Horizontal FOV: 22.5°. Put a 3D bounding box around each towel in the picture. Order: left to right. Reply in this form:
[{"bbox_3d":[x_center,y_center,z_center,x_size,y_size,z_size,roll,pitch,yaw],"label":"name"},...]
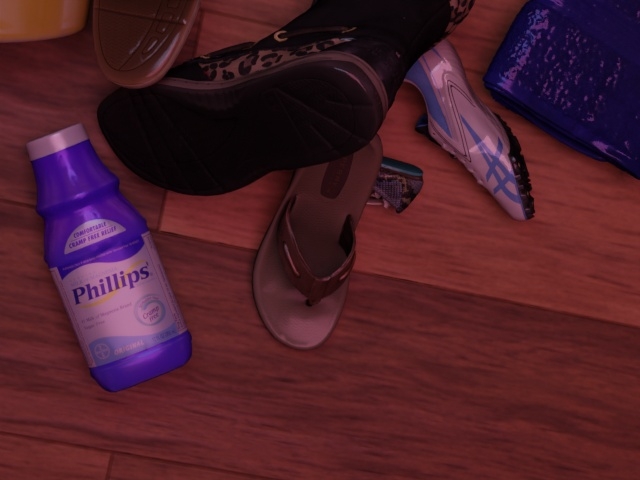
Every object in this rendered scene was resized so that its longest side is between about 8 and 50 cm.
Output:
[{"bbox_3d":[0.339,-0.251,1.831,0.227,0.076,0.308,30,87,-18],"label":"towel"}]

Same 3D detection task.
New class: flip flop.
[{"bbox_3d":[0.000,0.000,1.746,0.112,0.080,0.277,14,115,-12],"label":"flip flop"}]

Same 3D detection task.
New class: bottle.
[{"bbox_3d":[-0.234,0.016,1.725,0.118,0.092,0.283,-21,97,-8],"label":"bottle"}]

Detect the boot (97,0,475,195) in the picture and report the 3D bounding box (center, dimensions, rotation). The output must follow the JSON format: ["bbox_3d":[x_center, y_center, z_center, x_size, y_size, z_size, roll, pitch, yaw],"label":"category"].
[{"bbox_3d":[-0.031,-0.186,1.698,0.284,0.377,0.138,-49,118,-40],"label":"boot"}]

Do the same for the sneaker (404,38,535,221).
[{"bbox_3d":[0.164,-0.117,1.805,0.086,0.085,0.237,-30,103,19],"label":"sneaker"}]

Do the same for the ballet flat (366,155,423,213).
[{"bbox_3d":[0.022,-0.080,1.785,0.188,0.070,0.070,22,89,-8],"label":"ballet flat"}]

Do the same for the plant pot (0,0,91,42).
[{"bbox_3d":[-0.322,-0.332,1.624,0.254,0.254,0.239,-2,110,-10],"label":"plant pot"}]

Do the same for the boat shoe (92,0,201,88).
[{"bbox_3d":[-0.164,-0.282,1.671,0.109,0.098,0.302,3,68,7],"label":"boat shoe"}]
